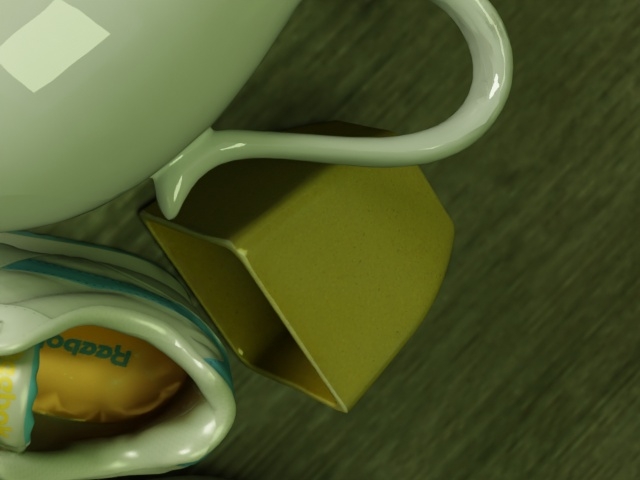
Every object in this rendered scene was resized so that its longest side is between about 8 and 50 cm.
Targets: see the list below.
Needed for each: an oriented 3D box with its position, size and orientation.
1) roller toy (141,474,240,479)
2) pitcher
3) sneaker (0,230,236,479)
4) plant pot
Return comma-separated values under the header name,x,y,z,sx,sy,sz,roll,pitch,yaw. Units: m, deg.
name,x,y,z,sx,sy,sz,roll,pitch,yaw
roller toy,-0.042,0.188,0.693,0.209,0.146,0.191,-49,126,-10
pitcher,-0.048,-0.071,0.622,0.207,0.125,0.177,-35,95,-18
sneaker,-0.139,0.035,0.639,0.229,0.092,0.087,4,105,-23
plant pot,0.000,0.000,0.697,0.083,0.081,0.081,-41,116,-17
